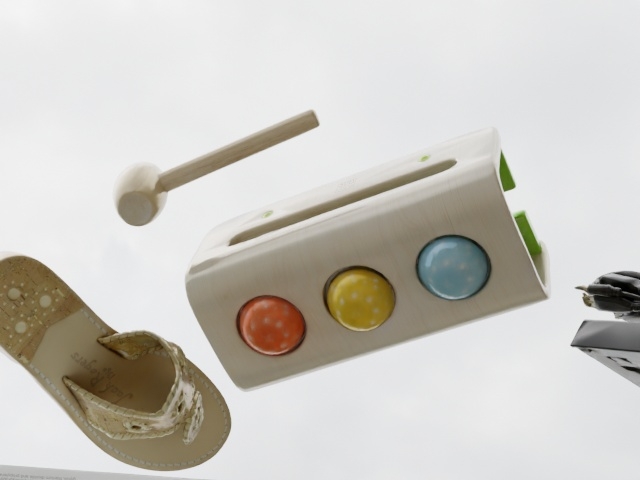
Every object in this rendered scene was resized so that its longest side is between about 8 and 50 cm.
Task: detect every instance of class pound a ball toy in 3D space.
[{"bbox_3d":[0.000,0.000,0.988,0.319,0.136,0.208,-19,-67,18],"label":"pound a ball toy"}]

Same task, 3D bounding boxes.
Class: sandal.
[{"bbox_3d":[-0.131,0.096,0.818,0.240,0.079,0.088,44,-108,-33],"label":"sandal"}]

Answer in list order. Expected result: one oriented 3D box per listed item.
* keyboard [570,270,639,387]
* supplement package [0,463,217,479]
[{"bbox_3d":[0.267,0.062,0.657,0.201,0.317,0.033,31,-109,-33],"label":"keyboard"},{"bbox_3d":[-0.200,0.248,0.704,0.262,0.145,0.204,10,-53,-26],"label":"supplement package"}]
